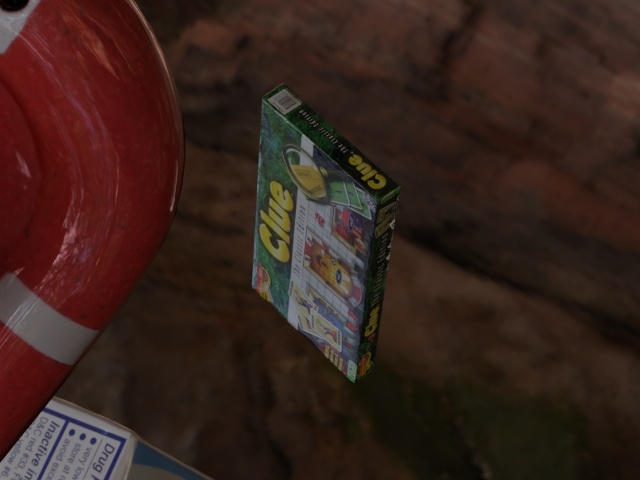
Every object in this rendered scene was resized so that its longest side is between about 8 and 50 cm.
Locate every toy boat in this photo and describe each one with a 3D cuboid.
[{"bbox_3d":[-0.138,0.010,0.497,0.151,0.231,0.151,38,-175,-8],"label":"toy boat"}]

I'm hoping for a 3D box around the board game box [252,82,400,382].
[{"bbox_3d":[0.000,0.000,1.544,0.136,0.030,0.260,44,152,26],"label":"board game box"}]

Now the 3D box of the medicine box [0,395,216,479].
[{"bbox_3d":[-0.186,0.181,1.192,0.289,0.149,0.263,17,167,32],"label":"medicine box"}]
